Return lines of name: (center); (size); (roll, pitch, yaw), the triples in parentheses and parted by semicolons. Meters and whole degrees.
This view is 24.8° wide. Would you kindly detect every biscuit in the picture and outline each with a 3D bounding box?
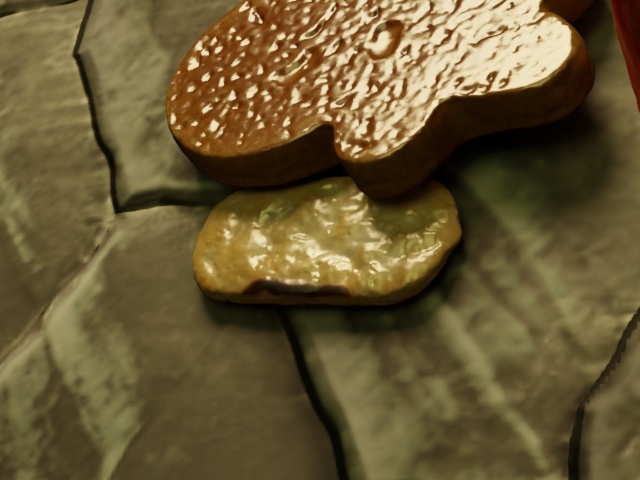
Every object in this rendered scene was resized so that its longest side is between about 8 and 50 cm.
biscuit: (0.028, -0.091, 0.734); (0.236, 0.039, 0.180); (-6, 50, 27)
biscuit: (0.000, 0.000, 0.704); (0.147, 0.018, 0.071); (-2, 56, 31)

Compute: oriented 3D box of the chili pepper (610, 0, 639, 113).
chili pepper: (0.203, -0.127, 0.490); (0.229, 0.305, 0.251); (-29, 38, 2)
